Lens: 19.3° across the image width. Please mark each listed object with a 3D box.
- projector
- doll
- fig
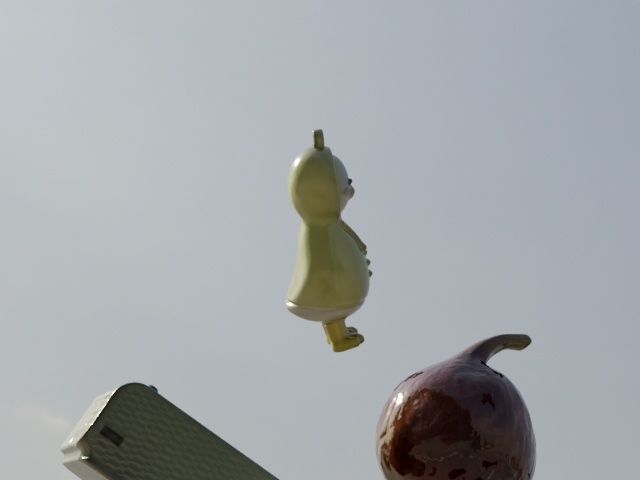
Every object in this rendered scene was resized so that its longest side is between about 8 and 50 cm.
[{"bbox_3d":[-0.132,0.247,1.901,0.250,0.108,0.198,37,-14,-5],"label":"projector"},{"bbox_3d":[0.012,-0.001,2.512,0.117,0.296,0.141,1,10,-3],"label":"doll"},{"bbox_3d":[0.146,0.179,1.953,0.175,0.207,0.175,10,-12,2],"label":"fig"}]
